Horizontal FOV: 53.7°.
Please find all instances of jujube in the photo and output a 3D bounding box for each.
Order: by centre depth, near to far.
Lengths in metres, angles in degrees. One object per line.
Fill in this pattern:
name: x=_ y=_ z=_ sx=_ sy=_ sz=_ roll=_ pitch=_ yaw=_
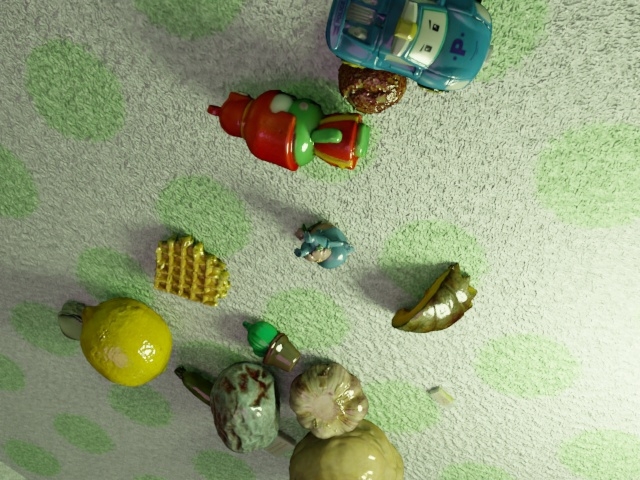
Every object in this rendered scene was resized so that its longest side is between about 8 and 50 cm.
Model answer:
jujube: x=-0.238 y=0.521 z=1.986 sx=0.215 sy=0.246 sz=0.308 roll=0 pitch=119 yaw=3

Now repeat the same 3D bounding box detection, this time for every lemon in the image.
lemon: x=-0.593 y=0.304 z=1.927 sx=0.245 sy=0.245 sz=0.320 roll=-29 pitch=115 yaw=34

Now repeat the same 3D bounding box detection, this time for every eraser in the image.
eraser: x=0.372 y=0.477 z=1.910 sx=0.083 sy=0.019 sz=0.038 roll=42 pitch=126 yaw=-17

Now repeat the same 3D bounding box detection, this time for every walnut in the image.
walnut: x=0.078 y=0.746 z=2.023 sx=0.381 sy=0.381 sz=0.381 roll=9 pitch=129 yaw=11

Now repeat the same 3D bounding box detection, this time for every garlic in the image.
garlic: x=0.026 y=0.483 z=1.935 sx=0.244 sy=0.160 sz=0.245 roll=1 pitch=98 yaw=9

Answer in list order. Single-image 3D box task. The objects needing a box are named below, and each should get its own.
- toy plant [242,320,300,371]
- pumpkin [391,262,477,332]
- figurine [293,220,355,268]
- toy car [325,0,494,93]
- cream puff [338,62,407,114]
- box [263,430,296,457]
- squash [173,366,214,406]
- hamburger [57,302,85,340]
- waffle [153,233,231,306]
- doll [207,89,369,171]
toy plant: x=-0.155 y=0.313 z=1.896 sx=0.200 sy=0.105 sz=0.143 roll=36 pitch=146 yaw=10
pumpkin: x=0.299 y=0.195 z=1.628 sx=0.130 sy=0.149 sz=0.254 roll=41 pitch=128 yaw=-6
figurine: x=-0.005 y=0.000 z=1.579 sx=0.114 sy=0.178 sz=0.144 roll=-45 pitch=65 yaw=21
toy car: x=0.166 y=-0.386 z=1.156 sx=0.314 sy=0.166 sz=0.198 roll=19 pitch=110 yaw=2
cream puff: x=0.103 y=-0.323 z=1.312 sx=0.149 sy=0.084 sz=0.149 roll=10 pitch=129 yaw=12
box: x=-0.207 y=0.694 z=2.257 sx=0.220 sy=0.032 sz=0.122 roll=37 pitch=129 yaw=-14
squash: x=-0.359 y=0.526 z=2.136 sx=0.318 sy=0.071 sz=0.080 roll=33 pitch=170 yaw=-10
hamburger: x=-0.802 y=0.270 z=2.083 sx=0.133 sy=0.062 sz=0.140 roll=19 pitch=133 yaw=3
waffle: x=-0.362 y=0.077 z=1.794 sx=0.229 sy=0.057 sz=0.219 roll=16 pitch=130 yaw=3
doll: x=-0.076 y=-0.239 z=1.372 sx=0.363 sy=0.182 sz=0.160 roll=18 pitch=105 yaw=8
